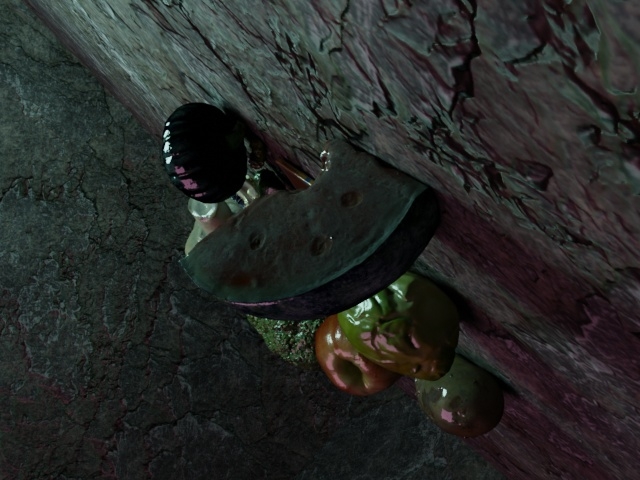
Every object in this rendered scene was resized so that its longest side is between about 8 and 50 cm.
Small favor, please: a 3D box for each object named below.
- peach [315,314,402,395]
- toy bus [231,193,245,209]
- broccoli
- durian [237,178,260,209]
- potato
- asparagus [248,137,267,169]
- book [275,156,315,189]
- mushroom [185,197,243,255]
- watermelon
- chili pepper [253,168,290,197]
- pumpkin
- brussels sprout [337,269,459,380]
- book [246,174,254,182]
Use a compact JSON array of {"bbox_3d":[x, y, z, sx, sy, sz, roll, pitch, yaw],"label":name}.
[{"bbox_3d":[0.115,0.235,1.473,0.232,0.256,0.232,12,125,18],"label":"peach"},{"bbox_3d":[-0.224,-0.128,1.796,0.075,0.060,0.123,44,176,-35],"label":"toy bus"},{"bbox_3d":[-0.027,0.245,1.926,0.414,0.309,0.321,10,180,-3],"label":"broccoli"},{"bbox_3d":[-0.156,-0.109,1.519,0.224,0.078,0.140,55,-176,-1],"label":"durian"},{"bbox_3d":[0.275,0.314,1.255,0.165,0.165,0.262,46,176,-12],"label":"potato"},{"bbox_3d":[-0.123,-0.163,1.202,0.036,0.030,0.165,20,172,-6],"label":"asparagus"},{"bbox_3d":[0.028,-0.045,1.089,0.242,0.018,0.170,38,171,40],"label":"book"},{"bbox_3d":[-0.300,-0.021,1.920,0.314,0.314,0.336,39,171,32],"label":"mushroom"},{"bbox_3d":[-0.006,-0.003,0.762,0.148,0.318,0.226,47,-146,-53],"label":"watermelon"},{"bbox_3d":[-0.062,-0.063,1.214,0.224,0.061,0.098,50,171,34],"label":"chili pepper"},{"bbox_3d":[-0.213,-0.161,1.156,0.150,0.194,0.194,12,161,19],"label":"pumpkin"},{"bbox_3d":[0.130,0.137,0.999,0.223,0.161,0.223,49,169,12],"label":"brussels sprout"},{"bbox_3d":[-0.176,-0.138,1.657,0.111,0.014,0.077,50,171,-35],"label":"book"}]
